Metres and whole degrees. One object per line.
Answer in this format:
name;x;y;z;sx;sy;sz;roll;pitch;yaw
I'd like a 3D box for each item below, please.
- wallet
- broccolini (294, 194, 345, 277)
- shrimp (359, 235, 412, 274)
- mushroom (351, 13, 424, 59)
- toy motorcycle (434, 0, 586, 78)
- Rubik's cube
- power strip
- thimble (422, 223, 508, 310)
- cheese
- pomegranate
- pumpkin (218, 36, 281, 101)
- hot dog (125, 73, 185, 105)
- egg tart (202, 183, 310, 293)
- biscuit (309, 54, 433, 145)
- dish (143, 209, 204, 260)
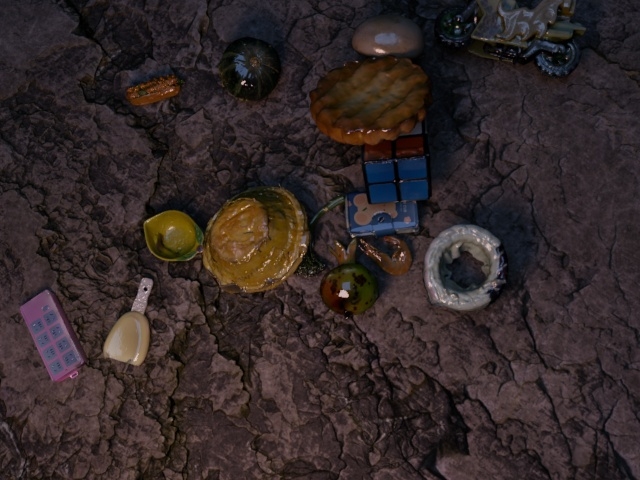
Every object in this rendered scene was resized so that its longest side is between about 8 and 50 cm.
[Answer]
wallet;0.171;-0.076;1.838;0.202;0.059;0.141;-6;70;7
broccolini;0.004;-0.008;1.857;0.123;0.062;0.271;34;84;9
shrimp;0.181;0.027;1.802;0.162;0.045;0.095;38;106;-4
mushroom;0.202;-0.550;1.891;0.206;0.209;0.206;-21;35;15
toy motorcycle;0.534;-0.602;1.841;0.410;0.169;0.237;20;88;8
Rubik's cube;0.205;-0.220;1.780;0.183;0.167;0.180;-5;51;7
power strip;-0.783;0.279;1.939;0.109;0.037;0.279;-33;74;2
thimble;0.370;0.081;1.720;0.237;0.150;0.237;-2;78;11
cheese;-0.534;0.229;1.899;0.127;0.054;0.251;13;80;9
pomegranate;0.068;0.100;1.767;0.156;0.156;0.220;-17;80;6
pumpkin;-0.209;-0.506;1.957;0.190;0.146;0.190;7;66;-17
hot dog;-0.515;-0.469;2.051;0.188;0.055;0.072;-17;74;7
egg tart;-0.197;-0.012;1.829;0.341;0.132;0.341;-6;73;21
biscuit;0.135;-0.361;1.736;0.326;0.107;0.325;-8;49;10
dish;-0.413;-0.004;1.915;0.208;0.080;0.148;27;81;16
